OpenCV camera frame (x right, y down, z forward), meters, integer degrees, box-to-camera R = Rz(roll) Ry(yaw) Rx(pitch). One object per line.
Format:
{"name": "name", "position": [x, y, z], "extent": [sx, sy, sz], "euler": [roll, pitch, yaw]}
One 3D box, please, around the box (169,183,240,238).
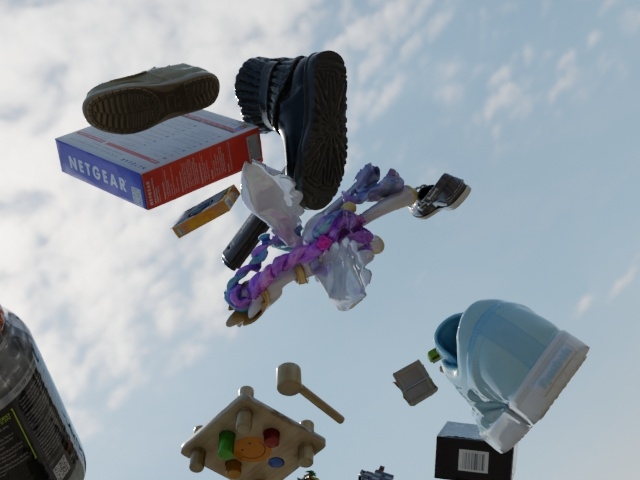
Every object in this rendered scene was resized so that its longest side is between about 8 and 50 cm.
{"name": "box", "position": [-0.217, -0.051, 1.902], "extent": [0.136, 0.028, 0.081], "euler": [-29, 16, 22]}

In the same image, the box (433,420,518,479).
{"name": "box", "position": [0.323, 0.437, 2.118], "extent": [0.158, 0.156, 0.093], "euler": [-5, -81, -75]}

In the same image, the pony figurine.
{"name": "pony figurine", "position": [0.000, 0.000, 1.823], "extent": [0.363, 0.303, 0.351], "euler": [-33, -16, -33]}

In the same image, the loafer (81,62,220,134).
{"name": "loafer", "position": [-0.325, -0.273, 1.947], "extent": [0.268, 0.092, 0.102], "euler": [-14, -54, -26]}

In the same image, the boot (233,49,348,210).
{"name": "boot", "position": [-0.072, -0.233, 2.198], "extent": [0.131, 0.260, 0.348], "euler": [14, -100, -46]}

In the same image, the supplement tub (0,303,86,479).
{"name": "supplement tub", "position": [-0.430, 0.215, 1.305], "extent": [0.193, 0.193, 0.316], "euler": [-30, -48, -23]}

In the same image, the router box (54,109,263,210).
{"name": "router box", "position": [-0.343, -0.192, 2.175], "extent": [0.301, 0.335, 0.082], "euler": [-27, -57, -35]}

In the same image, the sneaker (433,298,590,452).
{"name": "sneaker", "position": [0.204, 0.139, 1.183], "extent": [0.135, 0.150, 0.366], "euler": [-48, -14, -15]}

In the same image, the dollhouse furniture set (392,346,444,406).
{"name": "dollhouse furniture set", "position": [0.208, 0.242, 1.844], "extent": [0.151, 0.076, 0.058], "euler": [-29, -35, -3]}

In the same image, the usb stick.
{"name": "usb stick", "position": [-0.126, -0.056, 2.278], "extent": [0.045, 0.077, 0.278], "euler": [32, -81, -33]}

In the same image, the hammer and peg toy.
{"name": "hammer and peg toy", "position": [-0.120, 0.457, 2.402], "extent": [0.266, 0.127, 0.361], "euler": [34, -59, -24]}

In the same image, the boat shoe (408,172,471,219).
{"name": "boat shoe", "position": [0.207, -0.089, 1.909], "extent": [0.075, 0.065, 0.206], "euler": [-54, 12, -15]}

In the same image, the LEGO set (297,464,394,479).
{"name": "LEGO set", "position": [0.061, 0.671, 2.529], "extent": [0.192, 0.255, 0.331], "euler": [-55, -35, -48]}
